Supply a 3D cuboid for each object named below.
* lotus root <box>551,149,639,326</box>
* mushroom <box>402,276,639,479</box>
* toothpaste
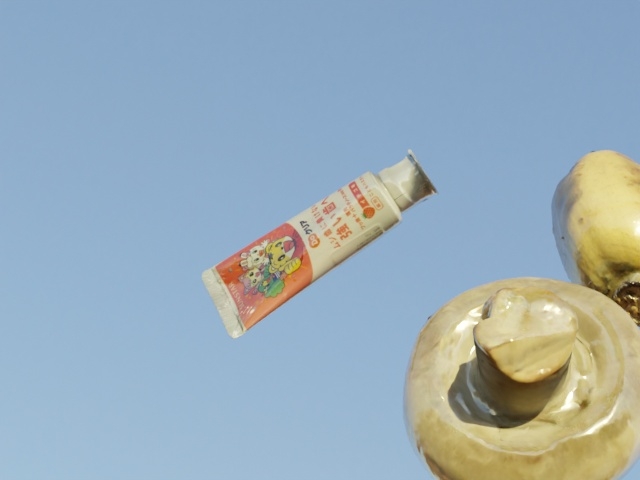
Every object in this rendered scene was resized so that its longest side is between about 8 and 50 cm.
[{"bbox_3d":[0.289,0.006,1.349,0.118,0.221,0.125,-30,-43,22],"label":"lotus root"},{"bbox_3d":[0.159,0.107,1.092,0.204,0.204,0.204,9,-40,7],"label":"mushroom"},{"bbox_3d":[0.000,0.000,1.314,0.234,0.089,0.057,-34,-40,4],"label":"toothpaste"}]
